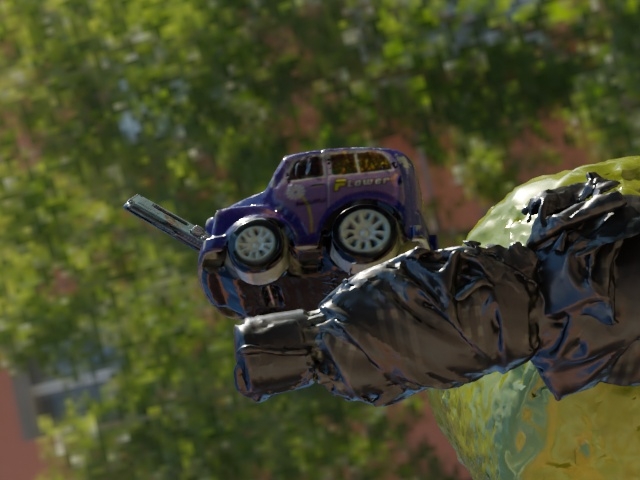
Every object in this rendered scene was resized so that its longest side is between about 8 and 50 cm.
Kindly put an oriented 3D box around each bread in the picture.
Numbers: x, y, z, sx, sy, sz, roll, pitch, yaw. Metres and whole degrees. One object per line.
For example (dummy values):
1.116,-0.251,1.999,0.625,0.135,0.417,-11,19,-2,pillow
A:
0.274,0.119,1.594,0.308,0.348,0.348,-118,6,-72,bread

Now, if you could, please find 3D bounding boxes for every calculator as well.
-0.121,0.001,1.979,0.018,0.172,0.057,-61,-1,10,calculator

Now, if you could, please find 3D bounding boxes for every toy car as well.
0.000,0.000,1.881,0.172,0.235,0.158,79,-171,-57,toy car

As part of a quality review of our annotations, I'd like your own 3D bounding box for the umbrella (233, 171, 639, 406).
0.111,0.047,1.263,0.154,0.336,0.128,71,-177,-54,umbrella
